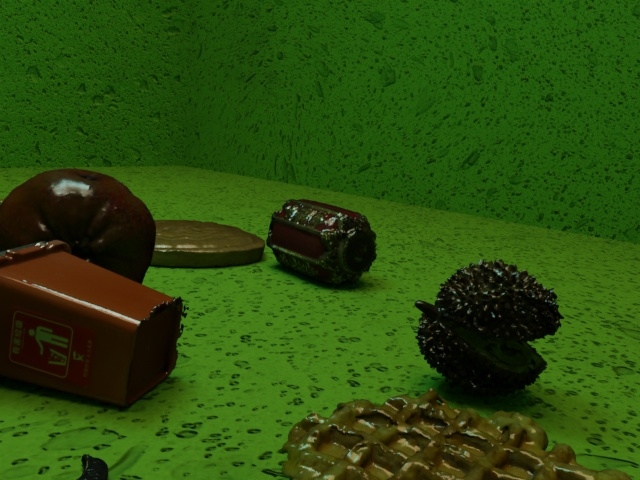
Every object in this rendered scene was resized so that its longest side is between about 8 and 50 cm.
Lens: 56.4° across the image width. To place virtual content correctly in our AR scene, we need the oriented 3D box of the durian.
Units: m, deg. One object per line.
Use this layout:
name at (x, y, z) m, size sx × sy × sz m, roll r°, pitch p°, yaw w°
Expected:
durian at (0.215, 0.114, 0.797) m, size 0.196 × 0.196 × 0.167 m, roll 4°, pitch 4°, yaw -4°

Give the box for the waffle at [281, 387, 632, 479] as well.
waffle at (0.123, 0.225, 0.535) m, size 0.325 × 0.068 × 0.302 m, roll 5°, pitch 12°, yaw -12°

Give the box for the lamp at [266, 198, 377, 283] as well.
lamp at (0.000, 0.000, 1.345) m, size 0.177 × 0.177 × 0.274 m, roll -5°, pitch 16°, yaw -41°

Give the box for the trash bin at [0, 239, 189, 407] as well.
trash bin at (-0.301, 0.103, 0.759) m, size 0.239 × 0.161 × 0.184 m, roll 15°, pitch 14°, yaw 10°

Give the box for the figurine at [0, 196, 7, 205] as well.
figurine at (-0.719, -0.009, 1.044) m, size 0.316 × 0.168 × 0.187 m, roll 5°, pitch 38°, yaw -10°

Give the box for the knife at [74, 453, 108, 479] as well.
knife at (-0.224, 0.228, 0.473) m, size 0.046 × 0.021 × 0.222 m, roll 7°, pitch 8°, yaw 7°

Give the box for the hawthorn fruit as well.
hawthorn fruit at (-0.400, 0.001, 0.990) m, size 0.258 × 0.258 × 0.262 m, roll 2°, pitch -16°, yaw -17°

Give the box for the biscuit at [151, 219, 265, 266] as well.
biscuit at (-0.339, -0.006, 1.472) m, size 0.385 × 0.062 × 0.365 m, roll 0°, pitch 12°, yaw -23°
